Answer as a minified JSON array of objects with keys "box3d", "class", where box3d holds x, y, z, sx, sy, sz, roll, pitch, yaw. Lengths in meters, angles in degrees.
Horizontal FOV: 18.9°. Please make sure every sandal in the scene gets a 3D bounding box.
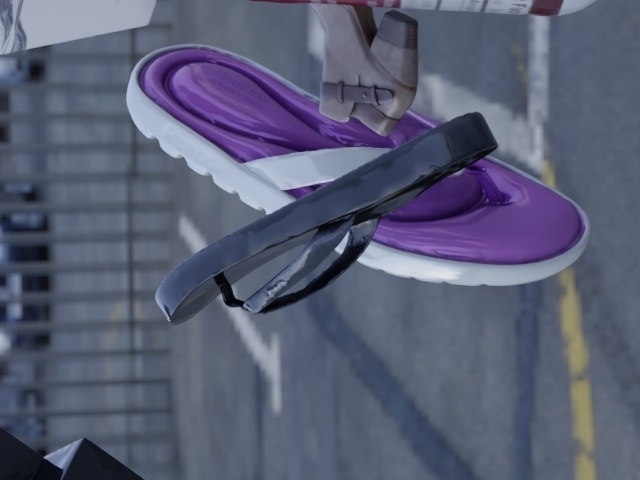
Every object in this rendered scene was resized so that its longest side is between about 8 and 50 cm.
[{"box3d":[0.000,0.000,1.215,0.054,0.254,0.097,64,-156,4],"class":"sandal"},{"box3d":[0.023,-0.077,1.583,0.169,0.416,0.102,-55,-20,-45],"class":"sandal"}]

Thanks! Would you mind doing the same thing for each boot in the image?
[{"box3d":[0.016,-0.127,1.321,0.118,0.042,0.087,31,117,27],"class":"boot"}]

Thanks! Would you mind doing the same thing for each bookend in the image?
[{"box3d":[-0.225,0.193,1.468,0.157,0.156,0.072,-28,30,48],"class":"bookend"}]

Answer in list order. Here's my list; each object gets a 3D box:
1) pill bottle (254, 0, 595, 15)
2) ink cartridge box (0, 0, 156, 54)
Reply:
[{"box3d":[0.055,-0.238,1.057,0.224,0.392,0.224,2,-90,-90],"class":"pill bottle"},{"box3d":[-0.273,-0.231,1.360,0.207,0.283,0.117,56,145,30],"class":"ink cartridge box"}]
